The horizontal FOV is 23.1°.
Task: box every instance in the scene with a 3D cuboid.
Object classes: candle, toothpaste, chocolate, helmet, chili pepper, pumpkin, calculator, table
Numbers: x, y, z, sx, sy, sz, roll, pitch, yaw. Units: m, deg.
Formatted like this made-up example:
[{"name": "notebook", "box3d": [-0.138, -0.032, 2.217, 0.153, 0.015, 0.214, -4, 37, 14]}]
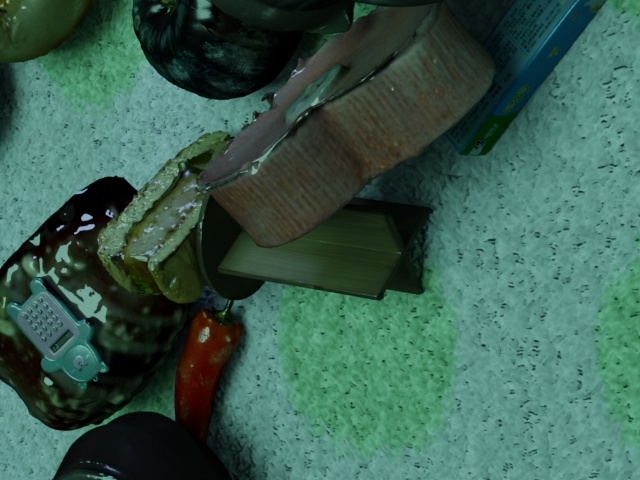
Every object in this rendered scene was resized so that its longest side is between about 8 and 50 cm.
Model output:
[{"name": "candle", "box3d": [0.031, -0.131, 1.645, 0.317, 0.287, 0.131, -36, 110, 14]}, {"name": "toothpaste", "box3d": [0.213, -0.205, 1.618, 0.065, 0.050, 0.266, 52, 122, 26]}, {"name": "chocolate", "box3d": [-0.284, 0.102, 1.965, 0.210, 0.225, 0.340, 48, 121, 13]}, {"name": "helmet", "box3d": [-0.199, 0.333, 1.905, 0.225, 0.177, 0.305, -17, 125, 26]}, {"name": "chili pepper", "box3d": [-0.145, 0.164, 1.945, 0.071, 0.063, 0.272, 38, 119, 48]}, {"name": "pumpkin", "box3d": [-0.117, -0.281, 1.831, 0.233, 0.163, 0.233, -8, 80, 51]}, {"name": "calculator", "box3d": [-0.308, 0.113, 1.851, 0.094, 0.019, 0.141, -43, 86, 23]}, {"name": "table", "box3d": [0.000, 0.000, 1.760, 0.227, 0.167, 0.167, 8, 97, 32]}]

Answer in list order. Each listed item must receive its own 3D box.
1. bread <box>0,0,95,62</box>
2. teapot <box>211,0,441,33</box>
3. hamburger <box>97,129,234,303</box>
[{"name": "bread", "box3d": [-0.393, -0.331, 2.067, 0.314, 0.171, 0.192, -4, 91, 42]}, {"name": "teapot", "box3d": [-0.003, -0.379, 1.504, 0.376, 0.305, 0.362, 59, 156, -8]}, {"name": "hamburger", "box3d": [-0.153, -0.022, 1.848, 0.124, 0.262, 0.131, 8, 134, 31]}]
